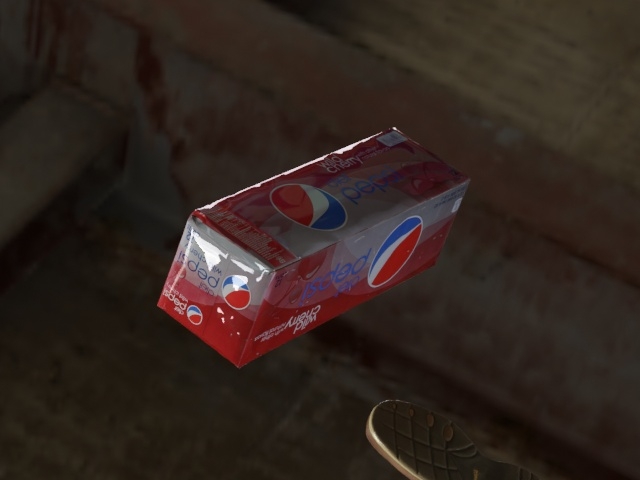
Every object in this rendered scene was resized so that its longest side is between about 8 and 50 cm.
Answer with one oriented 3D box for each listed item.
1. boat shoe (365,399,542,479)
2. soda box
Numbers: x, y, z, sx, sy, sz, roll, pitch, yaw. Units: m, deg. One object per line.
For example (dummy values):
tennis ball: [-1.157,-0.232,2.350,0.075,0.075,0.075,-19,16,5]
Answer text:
boat shoe: [0.110,0.201,1.638,0.178,0.060,0.064,31,-125,-9]
soda box: [0.000,0.000,1.438,0.083,0.092,0.263,36,-146,23]
